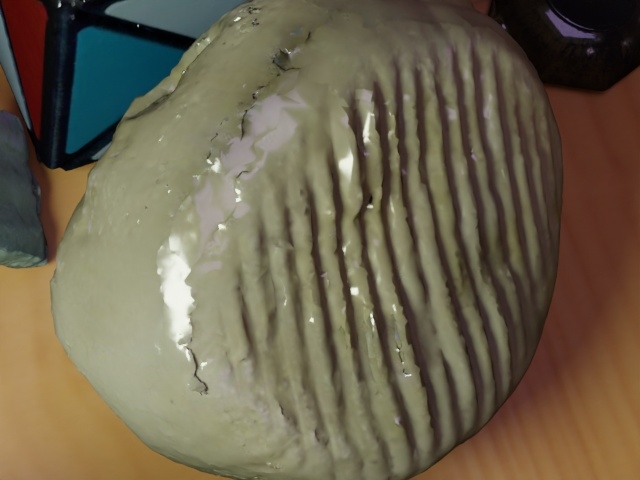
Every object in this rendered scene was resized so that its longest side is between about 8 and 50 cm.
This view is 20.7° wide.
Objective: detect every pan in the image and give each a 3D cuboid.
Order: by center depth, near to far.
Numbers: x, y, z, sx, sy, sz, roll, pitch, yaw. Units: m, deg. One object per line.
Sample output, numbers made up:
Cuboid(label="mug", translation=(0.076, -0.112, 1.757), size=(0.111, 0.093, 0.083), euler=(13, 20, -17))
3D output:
Cuboid(label="pan", translation=(0.174, -0.164, 1.347), size=(0.202, 0.048, 0.128), euler=(-37, 77, -22))

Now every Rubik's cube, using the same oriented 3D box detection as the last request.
Cuboid(label="Rubik's cube", translation=(-0.116, -0.230, 1.211), size=(0.246, 0.250, 0.248), euler=(-19, 72, -17))

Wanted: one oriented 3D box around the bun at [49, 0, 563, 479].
Cuboid(label="bun", translation=(0.000, 0.000, 1.150), size=(0.362, 0.234, 0.326), euler=(-47, 115, -21))

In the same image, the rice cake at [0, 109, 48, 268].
Cuboid(label="rice cake", translation=(-0.255, -0.048, 1.153), size=(0.038, 0.211, 0.124), euler=(-18, 78, 24))
